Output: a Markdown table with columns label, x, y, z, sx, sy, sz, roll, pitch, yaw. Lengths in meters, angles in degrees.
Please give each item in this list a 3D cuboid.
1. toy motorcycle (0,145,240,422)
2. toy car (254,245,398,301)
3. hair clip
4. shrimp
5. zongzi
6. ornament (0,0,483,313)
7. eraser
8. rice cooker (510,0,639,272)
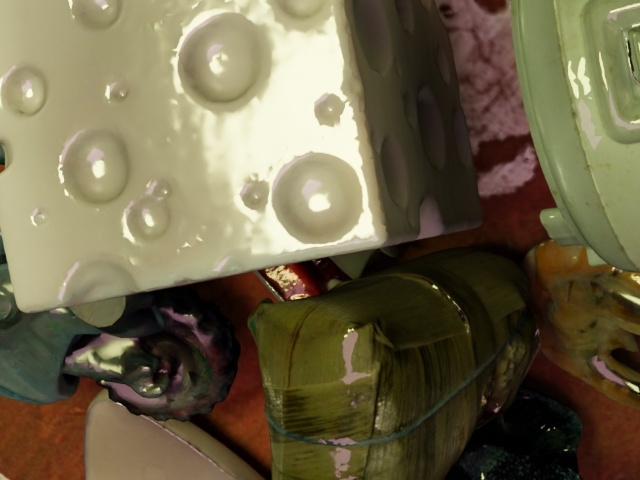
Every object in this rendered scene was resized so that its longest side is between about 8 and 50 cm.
| label | x | y | z | sx | sy | sz | roll | pitch | yaw |
| --- | --- | --- | --- | --- | --- | --- | --- | --- | --- |
| toy motorcycle | -0.226 | -0.013 | 1.005 | 0.232 | 0.172 | 0.416 | -12 | 120 | 20 |
| toy car | 0.000 | 0.000 | 0.999 | 0.139 | 0.112 | 0.112 | 45 | 105 | 0 |
| hair clip | 0.113 | 0.270 | 1.067 | 0.206 | 0.194 | 0.310 | -1 | 117 | 8 |
| shrimp | 0.257 | 0.076 | 0.956 | 0.254 | 0.059 | 0.145 | 19 | 122 | 25 |
| zongzi | 0.062 | 0.151 | 0.940 | 0.125 | 0.251 | 0.274 | 12 | 109 | 41 |
| ornament | -0.054 | -0.099 | 0.828 | 0.240 | 0.239 | 0.239 | -11 | 89 | 20 |
| eraser | -0.130 | 0.223 | 1.175 | 0.204 | 0.059 | 0.243 | -17 | 116 | 23 |
| rice cooker | 0.272 | -0.114 | 0.759 | 0.317 | 0.264 | 0.316 | 1 | 92 | 26 |
